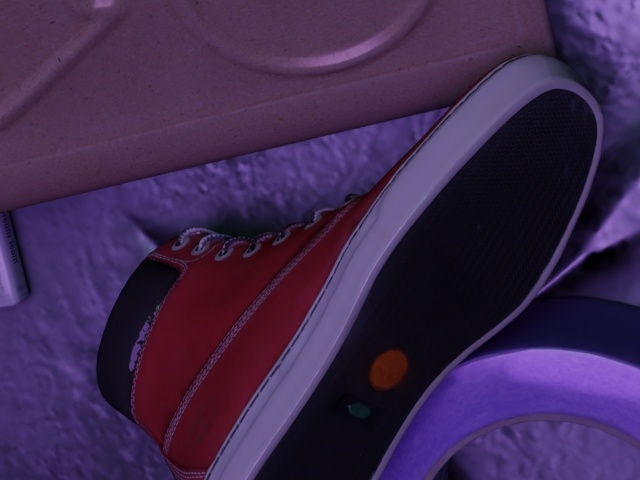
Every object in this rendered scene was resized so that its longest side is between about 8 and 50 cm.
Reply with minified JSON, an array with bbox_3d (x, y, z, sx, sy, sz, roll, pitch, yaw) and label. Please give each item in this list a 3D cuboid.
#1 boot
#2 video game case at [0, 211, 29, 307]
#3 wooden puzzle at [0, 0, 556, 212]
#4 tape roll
[{"bbox_3d":[0.000,0.000,0.836,0.088,0.176,0.244,35,95,-39],"label":"boot"},{"bbox_3d":[-0.231,-0.027,0.943,0.157,0.019,0.143,-9,102,18],"label":"video game case"},{"bbox_3d":[-0.092,-0.161,0.748,0.322,0.080,0.347,-13,136,6],"label":"wooden puzzle"},{"bbox_3d":[0.110,0.125,0.856,0.189,0.080,0.189,4,105,14],"label":"tape roll"}]
